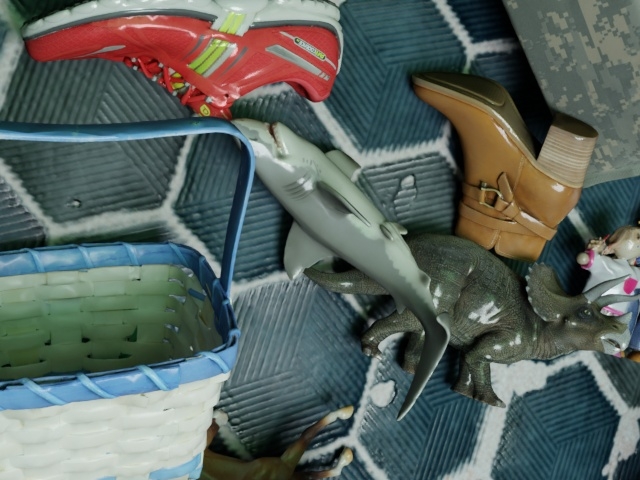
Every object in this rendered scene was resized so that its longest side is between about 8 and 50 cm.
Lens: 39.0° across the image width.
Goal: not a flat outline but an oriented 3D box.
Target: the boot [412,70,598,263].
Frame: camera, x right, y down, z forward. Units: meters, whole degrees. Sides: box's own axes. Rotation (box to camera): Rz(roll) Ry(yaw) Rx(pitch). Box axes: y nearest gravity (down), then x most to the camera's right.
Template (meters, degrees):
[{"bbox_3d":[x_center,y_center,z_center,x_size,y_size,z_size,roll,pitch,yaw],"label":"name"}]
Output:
[{"bbox_3d":[0.159,-0.073,0.895,0.073,0.197,0.152,-35,148,-52],"label":"boot"}]

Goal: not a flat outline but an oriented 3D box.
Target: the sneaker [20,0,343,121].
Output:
[{"bbox_3d":[-0.107,-0.153,0.768,0.278,0.107,0.119,-4,103,-21],"label":"sneaker"}]

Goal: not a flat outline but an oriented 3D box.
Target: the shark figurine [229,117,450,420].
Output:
[{"bbox_3d":[0.021,0.017,0.807,0.116,0.166,0.278,-43,78,18],"label":"shark figurine"}]

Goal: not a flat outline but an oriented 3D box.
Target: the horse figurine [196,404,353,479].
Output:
[{"bbox_3d":[-0.032,0.271,0.837,0.174,0.066,0.263,-14,95,-28],"label":"horse figurine"}]

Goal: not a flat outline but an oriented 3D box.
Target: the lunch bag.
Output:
[{"bbox_3d":[0.335,-0.228,0.910,0.287,0.169,0.235,-39,108,-37],"label":"lunch bag"}]

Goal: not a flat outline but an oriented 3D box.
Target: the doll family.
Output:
[{"bbox_3d":[0.386,0.060,0.996,0.262,0.118,0.163,18,91,-5],"label":"doll family"}]

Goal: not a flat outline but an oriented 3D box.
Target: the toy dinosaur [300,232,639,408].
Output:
[{"bbox_3d":[0.133,0.063,0.883,0.313,0.121,0.160,22,84,9],"label":"toy dinosaur"}]

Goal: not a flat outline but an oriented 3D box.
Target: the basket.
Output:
[{"bbox_3d":[-0.186,0.047,0.671,0.254,0.201,0.289,-2,121,-23],"label":"basket"}]
